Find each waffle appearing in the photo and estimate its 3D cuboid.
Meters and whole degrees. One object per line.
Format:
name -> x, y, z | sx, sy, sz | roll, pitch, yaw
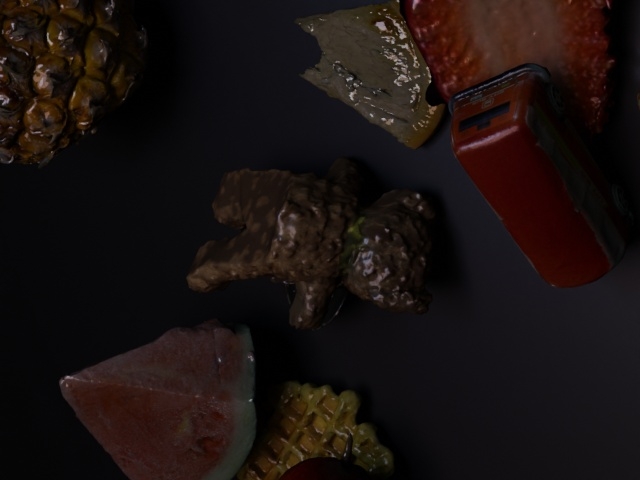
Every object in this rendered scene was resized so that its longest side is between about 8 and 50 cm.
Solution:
waffle -> -0.003, 0.352, 1.872 | 0.307, 0.060, 0.311 | -21, 87, 42

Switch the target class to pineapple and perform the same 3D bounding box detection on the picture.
pineapple -> -0.426, -0.276, 1.848 | 0.352, 0.352, 0.300 | -17, 116, 42

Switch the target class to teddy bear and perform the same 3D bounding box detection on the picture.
teddy bear -> -0.004, 0.002, 1.697 | 0.296, 0.223, 0.246 | -14, 54, 53

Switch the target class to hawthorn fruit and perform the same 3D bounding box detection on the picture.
hawthorn fruit -> 0.008, 0.379, 1.734 | 0.190, 0.189, 0.251 | 30, 99, 30

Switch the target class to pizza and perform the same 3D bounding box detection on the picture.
pizza -> 0.059, -0.235, 1.657 | 0.262, 0.034, 0.181 | 27, 120, 32

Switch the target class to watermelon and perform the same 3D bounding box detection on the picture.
watermelon -> -0.208, 0.256, 1.849 | 0.283, 0.293, 0.250 | -37, 78, 51

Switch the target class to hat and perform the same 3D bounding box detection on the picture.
hat -> 0.001, 0.065, 1.784 | 0.121, 0.050, 0.121 | 0, 91, 36

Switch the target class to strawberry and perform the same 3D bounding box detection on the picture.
strawberry -> 0.216, -0.231, 1.457 | 0.234, 0.137, 0.306 | -5, 126, 14

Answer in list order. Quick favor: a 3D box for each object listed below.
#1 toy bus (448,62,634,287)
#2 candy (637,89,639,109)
toy bus -> 0.248, -0.058, 1.425 | 0.121, 0.119, 0.265 | -21, 122, 30
candy -> 0.391, -0.097, 1.422 | 0.055, 0.049, 0.184 | 13, 122, 69
